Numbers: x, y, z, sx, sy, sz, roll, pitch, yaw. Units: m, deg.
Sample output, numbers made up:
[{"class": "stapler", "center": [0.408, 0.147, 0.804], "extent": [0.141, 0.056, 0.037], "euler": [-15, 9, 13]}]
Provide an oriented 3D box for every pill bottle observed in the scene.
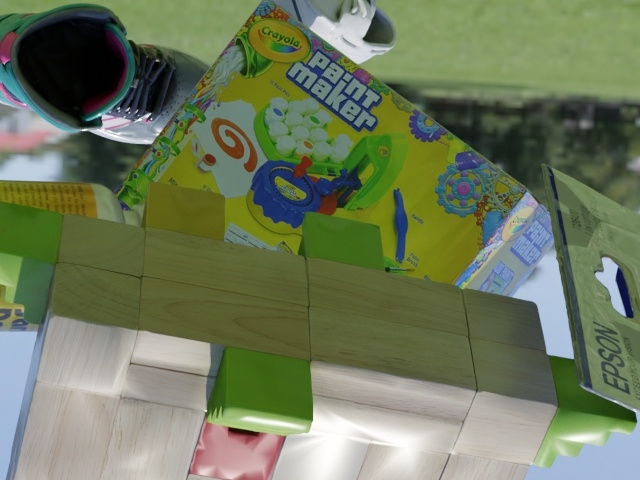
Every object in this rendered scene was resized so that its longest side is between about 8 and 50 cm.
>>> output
[{"class": "pill bottle", "center": [-0.216, 0.012, 1.344], "extent": [0.208, 0.117, 0.117], "euler": [1, -175, -17]}]

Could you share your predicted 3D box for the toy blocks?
[{"class": "toy blocks", "center": [-0.039, 0.139, 1.062], "extent": [0.381, 0.261, 0.190], "euler": [11, -145, -10]}]

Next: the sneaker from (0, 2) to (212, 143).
[{"class": "sneaker", "center": [-0.196, -0.159, 1.716], "extent": [0.296, 0.123, 0.178], "euler": [9, -177, -26]}]

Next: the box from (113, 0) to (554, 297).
[{"class": "box", "center": [0.000, 0.000, 1.508], "extent": [0.290, 0.279, 0.177], "euler": [39, -177, 21]}]

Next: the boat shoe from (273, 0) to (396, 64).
[{"class": "boat shoe", "center": [0.011, -0.230, 1.697], "extent": [0.084, 0.095, 0.258], "euler": [-16, 171, 14]}]

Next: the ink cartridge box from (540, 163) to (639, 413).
[{"class": "ink cartridge box", "center": [0.264, 0.095, 1.046], "extent": [0.307, 0.072, 0.303], "euler": [22, -156, -7]}]
